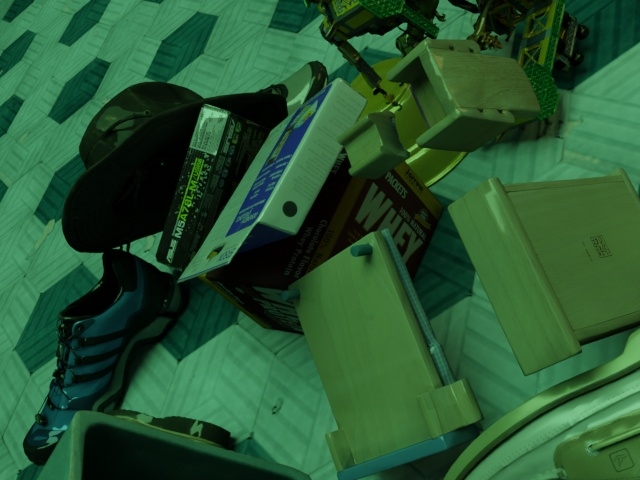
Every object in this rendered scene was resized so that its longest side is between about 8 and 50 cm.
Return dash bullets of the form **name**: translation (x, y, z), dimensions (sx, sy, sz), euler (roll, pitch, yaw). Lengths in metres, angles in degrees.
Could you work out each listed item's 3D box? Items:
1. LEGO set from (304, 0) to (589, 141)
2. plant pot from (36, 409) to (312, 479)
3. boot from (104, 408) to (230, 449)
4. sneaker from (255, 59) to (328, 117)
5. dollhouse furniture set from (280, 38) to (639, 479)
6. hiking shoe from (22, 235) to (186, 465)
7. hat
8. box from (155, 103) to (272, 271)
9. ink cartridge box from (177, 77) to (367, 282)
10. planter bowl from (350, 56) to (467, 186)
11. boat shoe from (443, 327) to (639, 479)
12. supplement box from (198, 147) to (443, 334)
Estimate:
- **LEGO set**: translation (0.114, -0.251, 0.929), dimensions (0.192, 0.331, 0.254), euler (-15, 63, 58)
- **plant pot**: translation (-0.160, 0.342, 0.705), dimensions (0.252, 0.248, 0.247), euler (-48, 34, 28)
- **boot**: translation (-0.203, 0.270, 0.937), dimensions (0.198, 0.077, 0.137), euler (-8, 57, 40)
- **sneaker**: translation (-0.102, -0.171, 1.203), dimensions (0.271, 0.108, 0.100), euler (-38, 36, 8)
- **dollhouse furniture set**: translation (0.110, 0.030, 0.745), dimensions (0.303, 0.198, 0.286), euler (-36, 69, 43)
- **hiking shoe**: translation (-0.315, 0.147, 1.095), dimensions (0.113, 0.132, 0.304), euler (13, 66, 48)
- **hat**: translation (-0.210, -0.126, 1.079), dimensions (0.331, 0.331, 0.134), euler (-39, 73, 9)
- **box**: translation (-0.111, -0.053, 1.003), dimensions (0.045, 0.184, 0.190), euler (19, 94, 19)
- **ink cartridge box**: translation (-0.053, -0.042, 0.820), dimensions (0.208, 0.045, 0.206), euler (-60, 15, -17)
- **planter bowl**: translation (0.090, -0.161, 1.029), dimensions (0.217, 0.090, 0.217), euler (-25, 42, 25)
- **boat shoe**: translation (0.219, 0.151, 0.610), dimensions (0.302, 0.113, 0.103), euler (-44, 57, 26)
- **supplement box**: translation (0.000, 0.000, 0.937), dimensions (0.194, 0.129, 0.191), euler (3, 59, 45)
